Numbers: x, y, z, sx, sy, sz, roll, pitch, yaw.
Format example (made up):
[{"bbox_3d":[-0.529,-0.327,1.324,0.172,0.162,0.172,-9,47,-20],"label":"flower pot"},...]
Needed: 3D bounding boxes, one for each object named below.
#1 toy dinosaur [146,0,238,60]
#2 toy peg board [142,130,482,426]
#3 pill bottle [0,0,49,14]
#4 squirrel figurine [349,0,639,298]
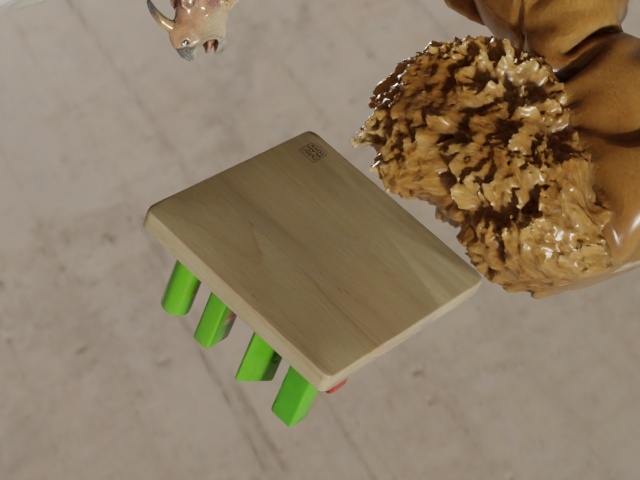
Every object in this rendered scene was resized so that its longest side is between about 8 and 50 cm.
[{"bbox_3d":[-0.108,-0.341,1.759,0.200,0.127,0.295,-10,-119,-25],"label":"toy dinosaur"},{"bbox_3d":[-0.013,0.029,1.120,0.161,0.079,0.161,42,-137,19],"label":"toy peg board"},{"bbox_3d":[-0.261,-0.322,1.436,0.136,0.245,0.136,-21,-175,2],"label":"pill bottle"},{"bbox_3d":[0.238,-0.143,1.767,0.397,0.370,0.281,-18,172,-34],"label":"squirrel figurine"}]
